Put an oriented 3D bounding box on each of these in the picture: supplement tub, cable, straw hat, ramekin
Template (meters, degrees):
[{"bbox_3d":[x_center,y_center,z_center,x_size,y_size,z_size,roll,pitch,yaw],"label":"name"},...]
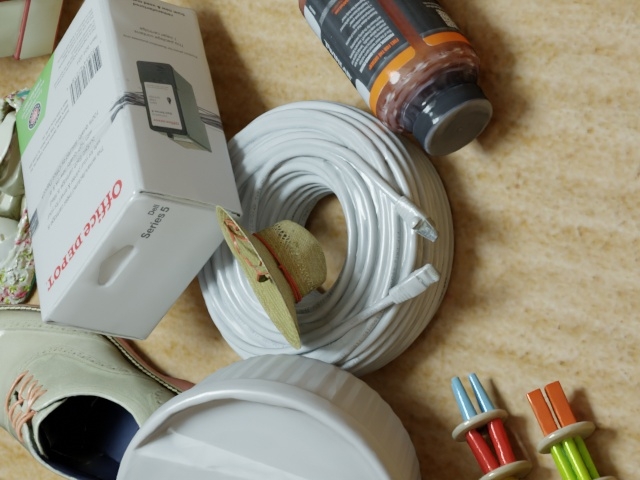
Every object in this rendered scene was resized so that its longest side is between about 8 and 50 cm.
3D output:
[{"bbox_3d":[0.069,-0.167,1.706,0.106,0.106,0.198,-49,59,27],"label":"supplement tub"},{"bbox_3d":[0.000,0.000,1.767,0.257,0.089,0.257,-45,61,29],"label":"cable"},{"bbox_3d":[-0.029,0.018,1.687,0.061,0.144,0.144,-30,62,-11],"label":"straw hat"},{"bbox_3d":[-0.034,0.223,1.699,0.273,0.127,0.273,7,115,15],"label":"ramekin"}]

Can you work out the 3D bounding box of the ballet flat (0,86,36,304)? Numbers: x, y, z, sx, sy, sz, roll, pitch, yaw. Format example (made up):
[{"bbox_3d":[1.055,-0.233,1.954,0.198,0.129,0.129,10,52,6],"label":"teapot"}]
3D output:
[{"bbox_3d":[-0.331,-0.049,2.045,0.091,0.077,0.241,17,99,38],"label":"ballet flat"}]

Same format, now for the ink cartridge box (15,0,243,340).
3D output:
[{"bbox_3d":[-0.188,-0.072,1.837,0.198,0.115,0.273,-51,39,37],"label":"ink cartridge box"}]

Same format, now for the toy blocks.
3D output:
[{"bbox_3d":[0.172,0.164,1.639,0.123,0.054,0.148,-38,65,32],"label":"toy blocks"}]

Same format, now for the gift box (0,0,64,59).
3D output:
[{"bbox_3d":[-0.398,-0.320,2.006,0.255,0.258,0.276,53,140,29],"label":"gift box"}]

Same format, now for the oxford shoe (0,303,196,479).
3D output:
[{"bbox_3d":[-0.254,0.152,1.914,0.397,0.146,0.140,18,98,34],"label":"oxford shoe"}]
